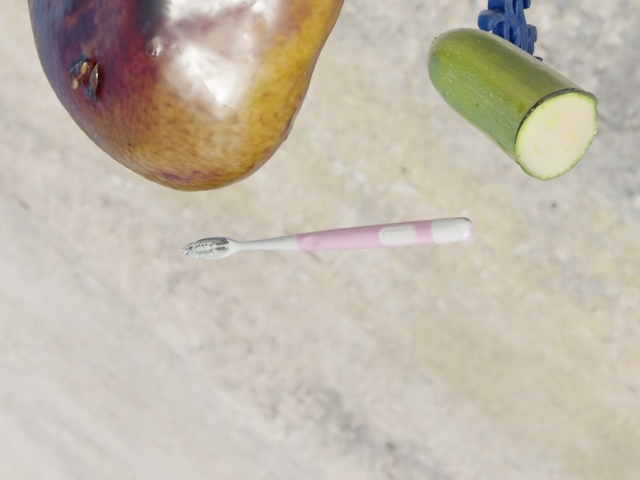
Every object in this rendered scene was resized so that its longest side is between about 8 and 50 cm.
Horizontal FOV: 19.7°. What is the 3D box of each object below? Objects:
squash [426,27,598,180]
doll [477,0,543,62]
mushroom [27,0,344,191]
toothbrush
[{"bbox_3d":[0.166,-0.139,1.693,0.188,0.095,0.095,46,172,46],"label":"squash"},{"bbox_3d":[0.224,-0.229,2.202,0.067,0.110,0.206,18,118,46],"label":"doll"},{"bbox_3d":[-0.059,-0.197,1.331,0.259,0.346,0.345,9,178,-27],"label":"mushroom"},{"bbox_3d":[0.000,0.000,1.481,0.286,0.025,0.020,-5,94,38],"label":"toothbrush"}]
